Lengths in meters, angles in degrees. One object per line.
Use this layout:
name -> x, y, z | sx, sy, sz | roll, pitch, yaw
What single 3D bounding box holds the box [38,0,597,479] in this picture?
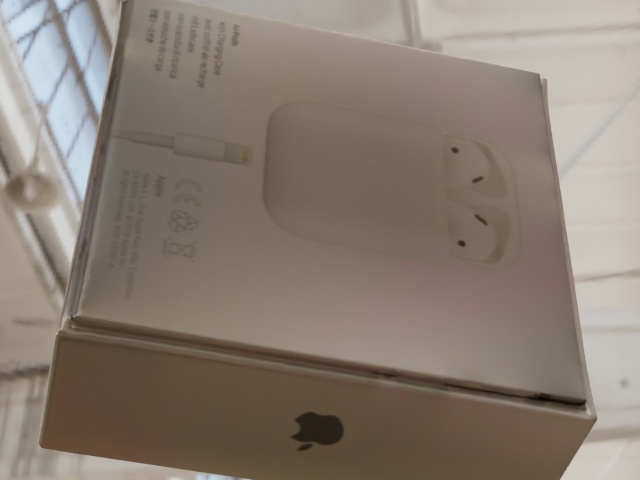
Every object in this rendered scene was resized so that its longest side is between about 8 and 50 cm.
box -> 0.000, 0.000, 0.383 | 0.129, 0.130, 0.051 | 10, -44, -9
